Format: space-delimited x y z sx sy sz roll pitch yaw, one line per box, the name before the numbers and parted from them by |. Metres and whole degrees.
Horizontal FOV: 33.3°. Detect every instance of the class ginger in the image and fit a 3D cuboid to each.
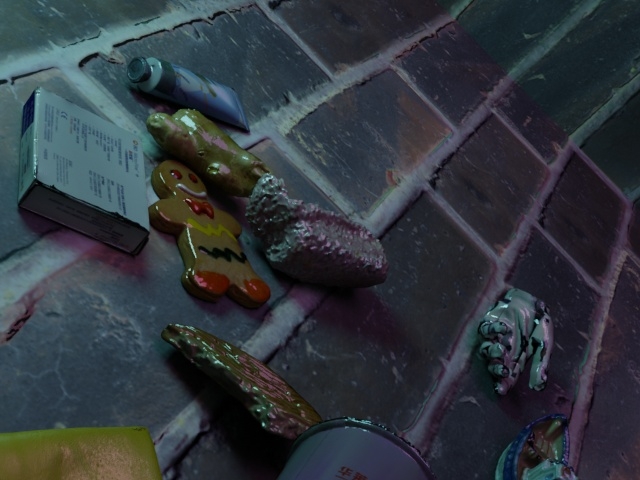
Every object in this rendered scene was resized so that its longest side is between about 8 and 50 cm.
ginger | -0.165 -0.132 1.576 0.205 0.081 0.115 35 -4 -17

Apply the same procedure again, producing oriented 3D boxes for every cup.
cup | -0.015 0.331 1.064 0.203 0.203 0.288 47 33 3

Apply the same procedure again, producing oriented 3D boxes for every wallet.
wallet | -0.251 0.244 0.970 0.241 0.067 0.141 8 50 -44

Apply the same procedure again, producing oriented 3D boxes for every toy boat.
toy boat | 0.333 0.343 1.580 0.114 0.115 0.262 43 27 -7

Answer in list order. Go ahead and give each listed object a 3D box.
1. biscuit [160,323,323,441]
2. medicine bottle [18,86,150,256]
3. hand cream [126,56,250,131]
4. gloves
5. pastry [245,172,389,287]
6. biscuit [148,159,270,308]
biscuit | -0.085 0.168 1.262 0.228 0.031 0.176 34 6 -16
medicine bottle | -0.297 -0.091 1.362 0.171 0.052 0.201 26 33 -33
hand cream | -0.205 -0.236 1.701 0.256 0.055 0.088 17 43 -54
gloves | 0.322 0.182 1.809 0.127 0.111 0.212 44 55 -15
pastry | -0.001 0.009 1.581 0.265 0.103 0.112 29 38 -34
biscuit | -0.162 -0.018 1.470 0.165 0.036 0.250 13 42 -48
